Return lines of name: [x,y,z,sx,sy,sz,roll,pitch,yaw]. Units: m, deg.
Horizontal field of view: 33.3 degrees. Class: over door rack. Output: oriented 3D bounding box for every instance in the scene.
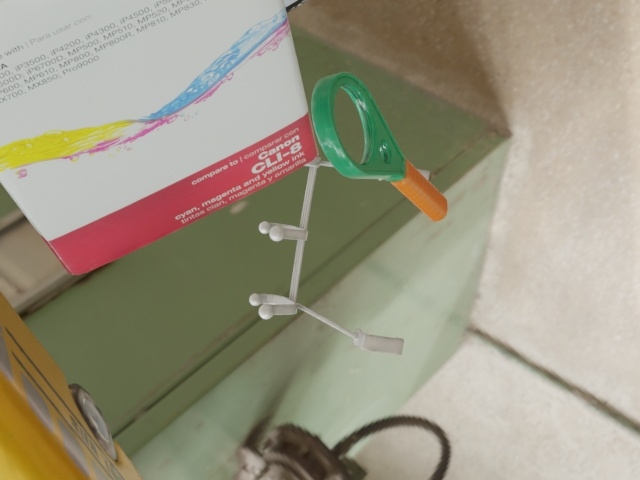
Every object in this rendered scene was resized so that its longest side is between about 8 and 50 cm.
over door rack: [0.000,0.000,1.448,0.324,0.108,0.240,15,98,58]

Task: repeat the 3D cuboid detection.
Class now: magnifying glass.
magnifying glass: [0.059,-0.077,0.999,0.026,0.092,0.231,-13,150,31]

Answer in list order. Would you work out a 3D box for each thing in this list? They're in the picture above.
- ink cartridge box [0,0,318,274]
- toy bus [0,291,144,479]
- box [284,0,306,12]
ink cartridge box: [-0.090,-0.097,0.422,0.128,0.127,0.176,61,174,25]
toy bus: [-0.178,0.100,0.522,0.130,0.108,0.333,54,172,52]
box: [-0.022,-0.239,0.784,0.289,0.169,0.087,-28,116,13]
